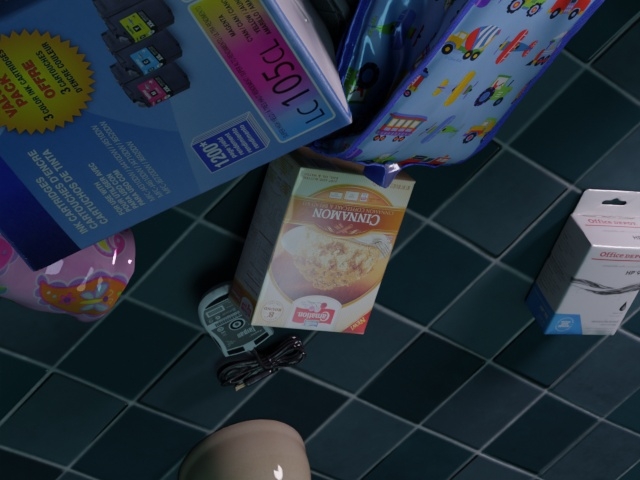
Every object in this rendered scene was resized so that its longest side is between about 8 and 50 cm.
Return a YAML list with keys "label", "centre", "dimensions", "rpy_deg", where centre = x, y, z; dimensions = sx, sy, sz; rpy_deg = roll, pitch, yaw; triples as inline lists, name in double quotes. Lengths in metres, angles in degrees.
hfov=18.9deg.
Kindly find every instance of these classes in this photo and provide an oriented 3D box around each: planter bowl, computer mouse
- label: "planter bowl"
  centre: [-0.079, 0.309, 2.310]
  dimensions: [0.162, 0.109, 0.162]
  rpy_deg: [-13, 135, -13]
- label: "computer mouse"
  centre: [-0.088, 0.095, 2.147]
  dimensions: [0.106, 0.042, 0.193]
  rpy_deg: [-24, 141, -1]

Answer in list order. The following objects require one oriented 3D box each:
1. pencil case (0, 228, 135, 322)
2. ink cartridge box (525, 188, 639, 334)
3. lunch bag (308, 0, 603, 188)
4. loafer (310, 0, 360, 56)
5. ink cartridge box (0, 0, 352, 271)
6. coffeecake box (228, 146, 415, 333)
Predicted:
- label: "pencil case"
  centre: [-0.321, -0.008, 1.884]
  dimensions: [0.284, 0.124, 0.124]
  rpy_deg: [20, 121, -38]
- label: "ink cartridge box"
  centre: [0.328, 0.028, 2.262]
  dimensions: [0.104, 0.060, 0.180]
  rpy_deg: [2, 131, -26]
- label: "lunch bag"
  centre: [0.124, -0.174, 1.830]
  dimensions: [0.221, 0.138, 0.293]
  rpy_deg: [-3, 126, -54]
- label: "loafer"
  centre: [0.026, -0.232, 1.854]
  dimensions: [0.095, 0.109, 0.302]
  rpy_deg: [-56, 142, -15]
- label: "ink cartridge box"
  centre: [-0.210, -0.149, 1.702]
  dimensions: [0.395, 0.151, 0.270]
  rpy_deg: [-24, 131, 13]
- label: "coffeecake box"
  centre: [0.000, 0.000, 2.042]
  dimensions: [0.142, 0.068, 0.185]
  rpy_deg: [6, 114, -30]
